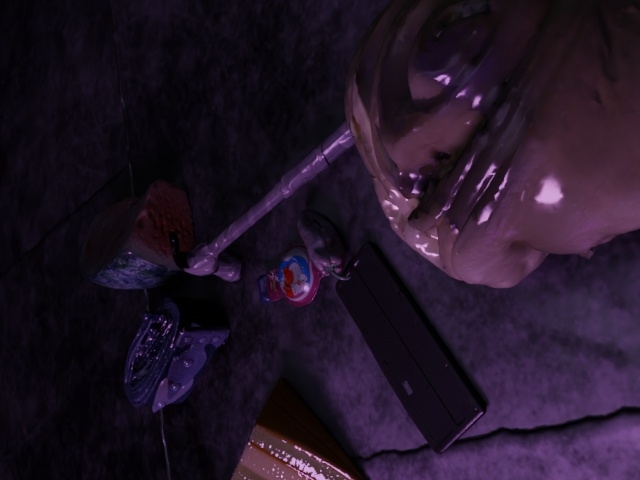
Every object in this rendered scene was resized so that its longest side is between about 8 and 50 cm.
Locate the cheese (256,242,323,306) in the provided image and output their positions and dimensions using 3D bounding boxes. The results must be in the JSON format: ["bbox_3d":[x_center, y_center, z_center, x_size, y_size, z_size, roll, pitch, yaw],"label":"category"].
[{"bbox_3d":[-0.045,0.055,1.050,0.145,0.038,0.095,-26,68,43],"label":"cheese"}]

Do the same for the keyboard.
[{"bbox_3d":[0.123,0.164,0.862,0.103,0.041,0.381,-55,44,30],"label":"keyboard"}]

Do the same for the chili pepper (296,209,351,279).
[{"bbox_3d":[0.001,-0.001,0.995,0.041,0.050,0.153,-51,42,29],"label":"chili pepper"}]

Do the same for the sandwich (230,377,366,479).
[{"bbox_3d":[-0.018,0.307,1.016,0.187,0.144,0.117,27,110,8],"label":"sandwich"}]

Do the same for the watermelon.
[{"bbox_3d":[-0.329,-0.007,1.334,0.226,0.148,0.318,-62,30,-1],"label":"watermelon"}]

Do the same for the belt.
[{"bbox_3d":[-0.266,0.190,1.214,0.122,0.128,0.218,51,121,39],"label":"belt"}]

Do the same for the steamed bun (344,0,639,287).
[{"bbox_3d":[0.167,-0.127,0.680,0.339,0.247,0.352,-48,58,35],"label":"steamed bun"}]

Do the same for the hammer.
[{"bbox_3d":[-0.057,-0.067,1.040,0.426,0.152,0.044,-37,55,27],"label":"hammer"}]
